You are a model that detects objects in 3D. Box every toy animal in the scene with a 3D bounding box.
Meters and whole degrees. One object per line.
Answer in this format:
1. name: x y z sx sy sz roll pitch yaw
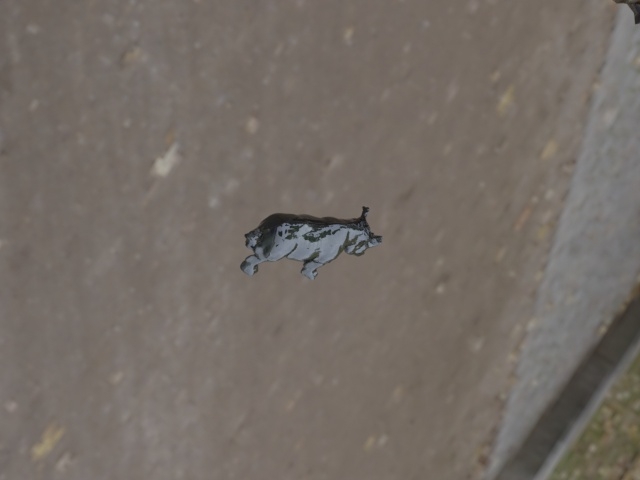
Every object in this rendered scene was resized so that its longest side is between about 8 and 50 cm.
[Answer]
1. toy animal: 0.000 0.000 1.310 0.136 0.047 0.065 3 150 -34

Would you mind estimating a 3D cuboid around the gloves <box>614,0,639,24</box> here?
1. gloves: 0.118 -0.156 0.465 0.135 0.312 0.210 -49 138 -18
